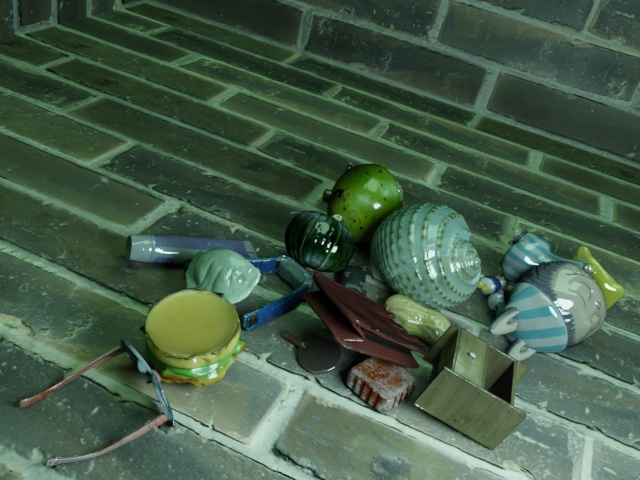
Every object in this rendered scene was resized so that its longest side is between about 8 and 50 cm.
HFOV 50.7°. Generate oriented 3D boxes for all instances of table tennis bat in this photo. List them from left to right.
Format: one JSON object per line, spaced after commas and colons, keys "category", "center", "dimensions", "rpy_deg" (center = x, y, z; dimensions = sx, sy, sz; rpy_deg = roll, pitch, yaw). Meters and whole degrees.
{"category": "table tennis bat", "center": [-0.028, 0.234, 1.640], "dimensions": [0.170, 0.119, 0.107], "rpy_deg": [26, 51, 30]}

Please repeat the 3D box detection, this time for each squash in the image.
{"category": "squash", "center": [-0.003, 0.004, 1.946], "dimensions": [0.218, 0.172, 0.218], "rpy_deg": [7, -1, 0]}

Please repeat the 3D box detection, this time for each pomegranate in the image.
{"category": "pomegranate", "center": [0.154, -0.084, 2.114], "dimensions": [0.260, 0.260, 0.340], "rpy_deg": [-4, 61, -25]}

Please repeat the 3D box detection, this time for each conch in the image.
{"category": "conch", "center": [0.282, 0.054, 1.891], "dimensions": [0.319, 0.303, 0.215], "rpy_deg": [-13, 7, 15]}

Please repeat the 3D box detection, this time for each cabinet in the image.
{"category": "cabinet", "center": [0.354, 0.334, 1.571], "dimensions": [0.215, 0.148, 0.175], "rpy_deg": [30, 33, 1]}

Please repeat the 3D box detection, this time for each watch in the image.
{"category": "watch", "center": [-0.185, 0.111, 1.848], "dimensions": [0.274, 0.068, 0.276], "rpy_deg": [-25, 49, -39]}

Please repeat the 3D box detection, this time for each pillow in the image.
{"category": "pillow", "center": [0.091, 0.115, 1.947], "dimensions": [0.090, 0.048, 0.150], "rpy_deg": [11, 33, -2]}

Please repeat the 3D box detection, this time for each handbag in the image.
{"category": "handbag", "center": [0.107, 0.201, 1.671], "dimensions": [0.275, 0.084, 0.260], "rpy_deg": [26, 10, -35]}

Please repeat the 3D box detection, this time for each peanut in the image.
{"category": "peanut", "center": [0.267, 0.217, 1.816], "dimensions": [0.214, 0.090, 0.098], "rpy_deg": [24, 21, 17]}

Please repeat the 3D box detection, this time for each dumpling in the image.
{"category": "dumpling", "center": [-0.247, 0.096, 1.724], "dimensions": [0.219, 0.152, 0.108], "rpy_deg": [14, 2, 32]}

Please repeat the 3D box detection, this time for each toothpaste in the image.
{"category": "toothpaste", "center": [-0.351, 0.027, 1.899], "dimensions": [0.371, 0.080, 0.125], "rpy_deg": [2, 34, -27]}

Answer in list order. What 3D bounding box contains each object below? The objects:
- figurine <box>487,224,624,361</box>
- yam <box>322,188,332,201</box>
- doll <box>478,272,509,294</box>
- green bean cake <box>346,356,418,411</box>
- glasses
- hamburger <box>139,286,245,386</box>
{"category": "figurine", "center": [0.579, 0.150, 1.872], "dimensions": [0.378, 0.266, 0.361], "rpy_deg": [-17, 45, -37]}
{"category": "yam", "center": [0.056, -0.152, 2.351], "dimensions": [0.094, 0.043, 0.043], "rpy_deg": [10, 32, -7]}
{"category": "doll", "center": [0.538, 0.133, 2.085], "dimensions": [0.143, 0.057, 0.099], "rpy_deg": [-8, 38, -39]}
{"category": "green bean cake", "center": [0.146, 0.339, 1.614], "dimensions": [0.136, 0.056, 0.135], "rpy_deg": [35, 35, 31]}
{"category": "glasses", "center": [-0.456, 0.345, 1.401], "dimensions": [0.268, 0.118, 0.234], "rpy_deg": [-29, 50, -21]}
{"category": "hamburger", "center": [-0.285, 0.232, 1.536], "dimensions": [0.237, 0.149, 0.237], "rpy_deg": [4, 39, -3]}
